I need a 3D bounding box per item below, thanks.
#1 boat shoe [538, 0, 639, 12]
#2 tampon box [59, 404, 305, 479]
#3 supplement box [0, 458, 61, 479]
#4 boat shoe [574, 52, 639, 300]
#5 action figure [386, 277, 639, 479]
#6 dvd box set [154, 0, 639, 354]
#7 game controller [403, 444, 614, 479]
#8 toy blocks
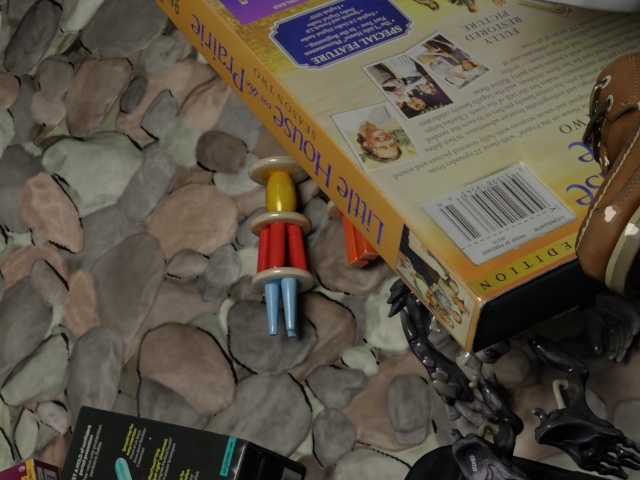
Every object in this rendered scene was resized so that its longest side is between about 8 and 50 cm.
[{"bbox_3d":[0.229,-0.232,1.211,0.121,0.335,0.119,29,121,47],"label":"boat shoe"},{"bbox_3d":[-0.116,0.210,1.349,0.161,0.101,0.120,8,75,30],"label":"tampon box"},{"bbox_3d":[-0.262,0.226,1.453,0.083,0.043,0.055,-24,64,19],"label":"supplement box"},{"bbox_3d":[0.221,-0.064,1.130,0.104,0.307,0.110,29,127,16],"label":"boat shoe"},{"bbox_3d":[0.140,0.076,1.251,0.164,0.141,0.275,-35,38,21],"label":"action figure"},{"bbox_3d":[0.109,-0.127,1.285,0.308,0.062,0.420,-24,55,-26],"label":"dvd box set"},{"bbox_3d":[0.183,0.248,1.216,0.319,0.067,0.166,12,63,30],"label":"game controller"},{"bbox_3d":[0.000,0.000,1.395,0.123,0.054,0.148,-13,66,23],"label":"toy blocks"}]
